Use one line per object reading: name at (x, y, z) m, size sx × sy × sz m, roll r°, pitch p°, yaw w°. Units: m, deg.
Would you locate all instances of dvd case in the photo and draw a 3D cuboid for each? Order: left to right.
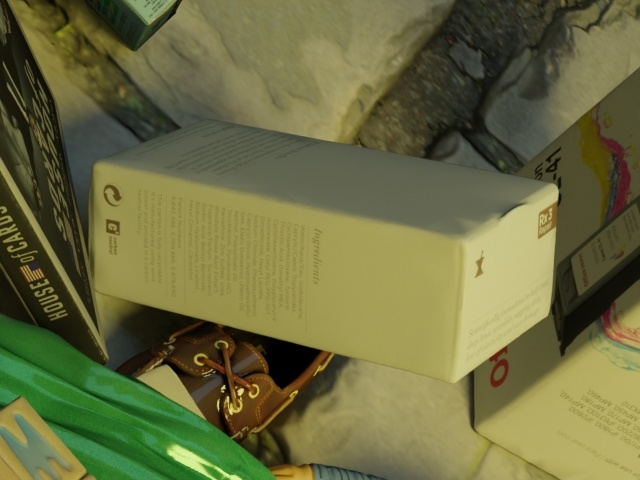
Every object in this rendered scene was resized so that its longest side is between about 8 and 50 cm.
dvd case at (-0.161, -0.062, 0.938) m, size 0.238 × 0.030 × 0.179 m, roll 72°, pitch 2°, yaw -58°

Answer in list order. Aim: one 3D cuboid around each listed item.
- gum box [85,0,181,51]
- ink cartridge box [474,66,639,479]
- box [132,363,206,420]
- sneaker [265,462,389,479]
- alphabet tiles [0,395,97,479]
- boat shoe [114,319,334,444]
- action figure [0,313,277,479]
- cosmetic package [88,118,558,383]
gum box at (-0.158, -0.197, 1.111) m, size 0.184 × 0.041 × 0.157 m, roll 46°, pitch -6°, yaw -6°
ink cartridge box at (0.241, -0.004, 1.215) m, size 0.131 × 0.306 × 0.226 m, roll 32°, pitch 38°, yaw -23°
box at (-0.152, 0.150, 0.801) m, size 0.094 × 0.113 × 0.275 m, roll 55°, pitch 36°, yaw 10°
sneaker at (0.051, 0.204, 1.007) m, size 0.296 × 0.112 × 0.131 m, roll 14°, pitch 65°, yaw -39°
alphabet tiles at (-0.083, 0.161, 0.608) m, size 0.198 × 0.009 × 0.237 m, roll 49°, pitch 20°, yaw 0°
boat shoe at (-0.056, 0.075, 1.015) m, size 0.073 × 0.073 × 0.207 m, roll 53°, pitch 36°, yaw 0°
action figure at (-0.088, 0.101, 0.766) m, size 0.232 × 0.063 × 0.137 m, roll 29°, pitch 37°, yaw -21°
cosmetic package at (0.000, 0.000, 1.019) m, size 0.231 × 0.085 × 0.117 m, roll 14°, pitch 23°, yaw 29°
